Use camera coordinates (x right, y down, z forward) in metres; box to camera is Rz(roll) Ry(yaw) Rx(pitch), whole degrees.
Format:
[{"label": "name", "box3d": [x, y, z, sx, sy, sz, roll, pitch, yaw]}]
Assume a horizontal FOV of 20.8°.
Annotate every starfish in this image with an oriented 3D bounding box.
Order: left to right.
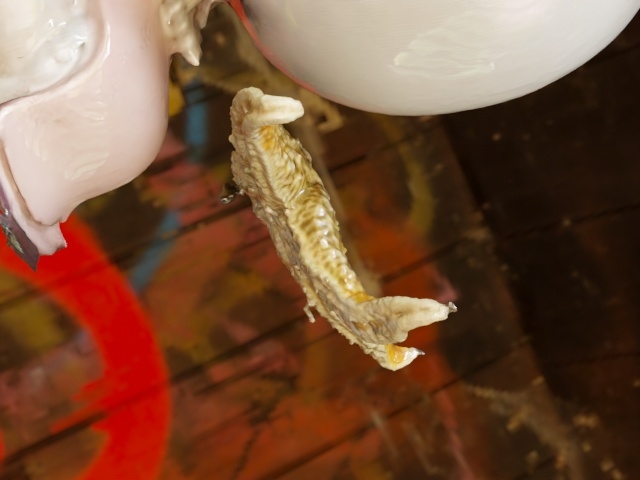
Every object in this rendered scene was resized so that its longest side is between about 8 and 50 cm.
[{"label": "starfish", "box3d": [-0.001, 0.003, 0.823, 0.138, 0.050, 0.247, 51, -3, 6]}]

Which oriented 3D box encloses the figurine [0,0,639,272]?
[{"label": "figurine", "box3d": [0.000, -0.141, 0.814, 0.253, 0.361, 0.211, 67, 0, -76]}]
